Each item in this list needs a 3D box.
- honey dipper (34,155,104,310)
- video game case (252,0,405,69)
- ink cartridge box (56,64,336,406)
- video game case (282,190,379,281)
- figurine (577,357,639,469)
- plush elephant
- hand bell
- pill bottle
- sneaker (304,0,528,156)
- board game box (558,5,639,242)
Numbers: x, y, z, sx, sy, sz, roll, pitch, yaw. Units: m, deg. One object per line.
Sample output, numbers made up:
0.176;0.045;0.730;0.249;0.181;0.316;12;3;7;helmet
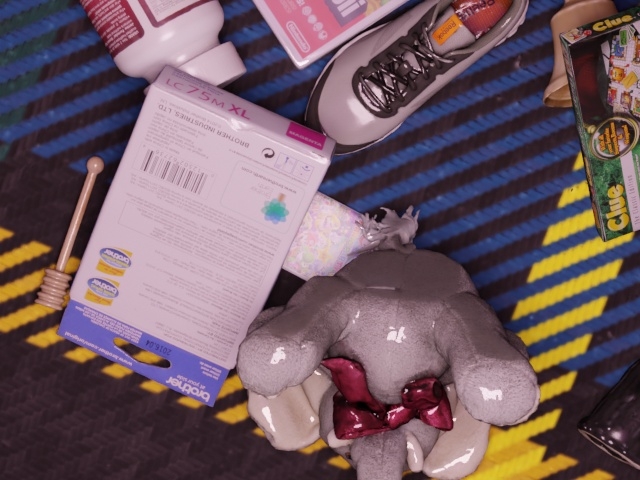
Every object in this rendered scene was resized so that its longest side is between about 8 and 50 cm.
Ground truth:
-0.252;-0.009;1.969;0.030;0.030;0.160;18;86;-2;honey dipper
0.041;-0.334;1.974;0.285;0.025;0.204;-33;91;-1;video game case
-0.127;0.000;1.912;0.186;0.065;0.311;24;117;-1;ink cartridge box
0.000;0.000;1.983;0.122;0.011;0.087;28;90;-2;video game case
0.407;0.168;1.966;0.215;0.092;0.209;36;85;-3;figurine
0.060;0.148;1.878;0.272;0.330;0.255;3;118;1;plush elephant
0.253;-0.268;1.955;0.126;0.126;0.242;-15;80;-2;hand bell
-0.171;-0.239;1.920;0.121;0.121;0.221;-30;92;-1;pill bottle
0.094;-0.187;1.937;0.271;0.108;0.100;-39;94;0;sneaker
0.319;-0.118;1.905;0.136;0.030;0.259;-20;132;-4;board game box
